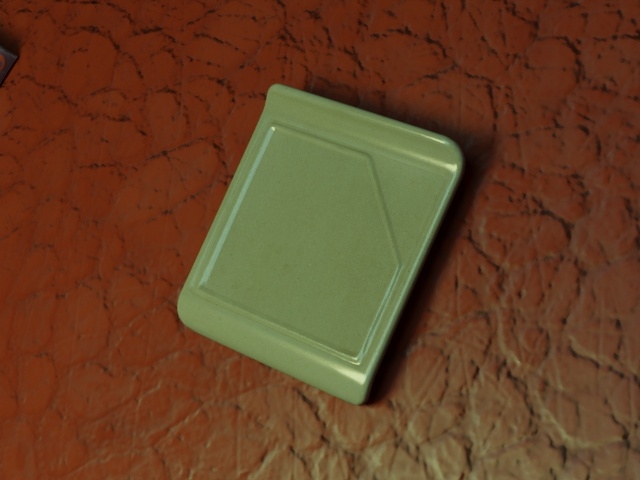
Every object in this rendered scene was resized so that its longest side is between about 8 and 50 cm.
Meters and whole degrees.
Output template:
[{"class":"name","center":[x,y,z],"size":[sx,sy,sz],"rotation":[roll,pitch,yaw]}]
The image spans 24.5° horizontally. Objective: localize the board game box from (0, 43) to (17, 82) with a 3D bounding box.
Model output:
[{"class":"board game box","center":[-0.496,-0.109,1.633],"size":[0.208,0.056,0.347],"rotation":[37,95,39]}]

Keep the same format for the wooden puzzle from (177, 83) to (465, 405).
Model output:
[{"class":"wooden puzzle","center":[0.000,0.000,1.292],"size":[0.221,0.044,0.239],"rotation":[21,90,35]}]
